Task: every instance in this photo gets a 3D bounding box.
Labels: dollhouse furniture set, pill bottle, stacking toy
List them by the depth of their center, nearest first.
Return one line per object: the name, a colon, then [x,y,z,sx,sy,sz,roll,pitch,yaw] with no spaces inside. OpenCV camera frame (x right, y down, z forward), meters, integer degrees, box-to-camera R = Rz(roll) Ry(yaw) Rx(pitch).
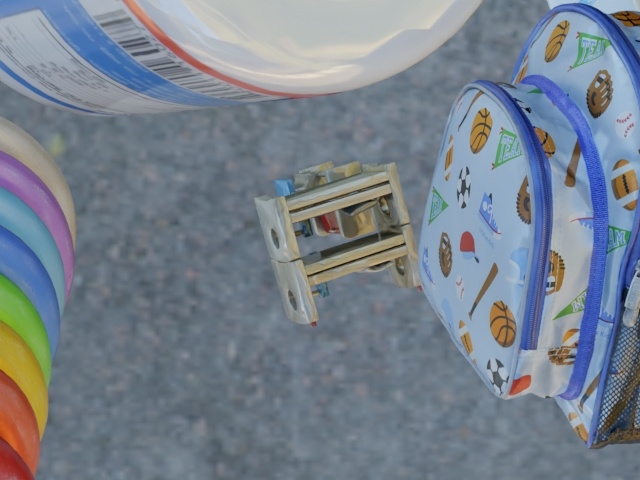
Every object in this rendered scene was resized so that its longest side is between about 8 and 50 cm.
pill bottle: [-0.048,-0.099,0.551,0.221,0.124,0.124,5,89,63]
stacking toy: [-0.166,0.057,0.828,0.141,0.141,0.330,-63,21,18]
dollhouse furniture set: [0.000,0.000,1.870,0.184,0.129,0.129,-173,67,-70]

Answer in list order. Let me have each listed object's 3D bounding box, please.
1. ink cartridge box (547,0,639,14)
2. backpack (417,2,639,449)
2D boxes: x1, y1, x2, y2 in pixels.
ink cartridge box: [0.290,-0.232,1.807,0.093,0.154,0.212,-27,76,32]
backpack: [0.187,-0.023,1.228,0.276,0.213,0.263,-128,48,-55]
